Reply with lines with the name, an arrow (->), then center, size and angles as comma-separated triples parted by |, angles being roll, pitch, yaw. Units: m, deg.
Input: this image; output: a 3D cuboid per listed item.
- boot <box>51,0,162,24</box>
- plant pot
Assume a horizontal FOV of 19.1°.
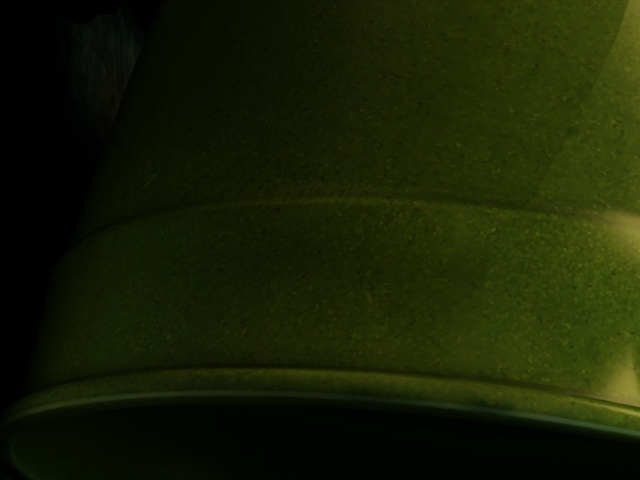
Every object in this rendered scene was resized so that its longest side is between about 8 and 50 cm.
boot -> -0.090, -0.146, 0.994 | 0.176, 0.088, 0.244 | -59, 169, -30
plant pot -> 0.075, -0.054, 0.799 | 0.366, 0.366, 0.353 | 57, 38, -67
